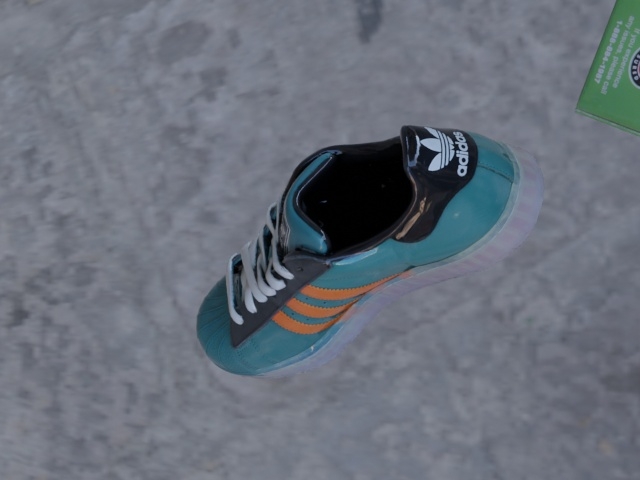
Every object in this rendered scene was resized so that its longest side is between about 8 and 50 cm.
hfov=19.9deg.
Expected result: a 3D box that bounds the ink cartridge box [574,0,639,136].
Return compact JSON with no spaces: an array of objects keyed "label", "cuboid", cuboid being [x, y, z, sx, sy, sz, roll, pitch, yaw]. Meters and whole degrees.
[{"label":"ink cartridge box","cuboid":[0.272,-0.103,0.976,0.092,0.219,0.160,0,112,-64]}]

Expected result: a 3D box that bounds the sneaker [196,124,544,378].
[{"label":"sneaker","cuboid":[0.000,0.000,1.228,0.121,0.302,0.108,22,50,-38]}]
